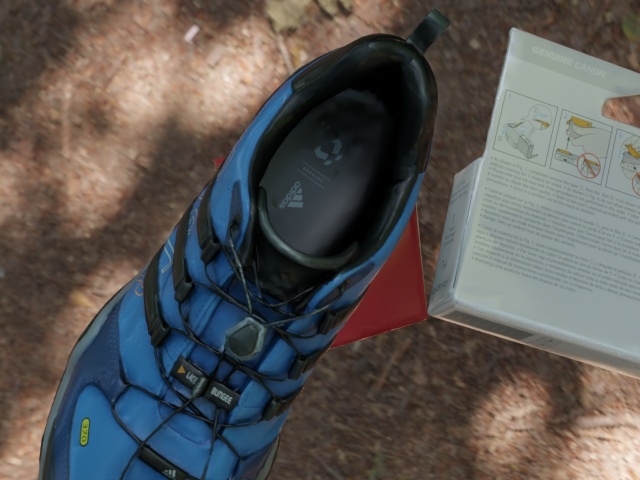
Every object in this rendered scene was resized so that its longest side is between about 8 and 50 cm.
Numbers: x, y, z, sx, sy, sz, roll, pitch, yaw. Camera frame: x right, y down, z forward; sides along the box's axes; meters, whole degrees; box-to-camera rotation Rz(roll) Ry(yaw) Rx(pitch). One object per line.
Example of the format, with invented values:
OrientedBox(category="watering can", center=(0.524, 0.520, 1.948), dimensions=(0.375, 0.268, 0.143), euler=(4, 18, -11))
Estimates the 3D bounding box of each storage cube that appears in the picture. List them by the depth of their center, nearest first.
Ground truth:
OrientedBox(category="storage cube", center=(0.000, 0.000, 1.607), dimensions=(0.193, 0.215, 0.183), euler=(-16, 34, -9))

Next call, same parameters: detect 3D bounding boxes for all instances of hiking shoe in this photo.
OrientedBox(category="hiking shoe", center=(-0.043, 0.029, 0.634), dimensions=(0.113, 0.132, 0.304), euler=(27, 77, -2))

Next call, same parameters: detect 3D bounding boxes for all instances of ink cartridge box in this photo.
OrientedBox(category="ink cartridge box", center=(0.264, -0.019, 1.237), dimensions=(0.296, 0.066, 0.261), euler=(18, 72, -13))
